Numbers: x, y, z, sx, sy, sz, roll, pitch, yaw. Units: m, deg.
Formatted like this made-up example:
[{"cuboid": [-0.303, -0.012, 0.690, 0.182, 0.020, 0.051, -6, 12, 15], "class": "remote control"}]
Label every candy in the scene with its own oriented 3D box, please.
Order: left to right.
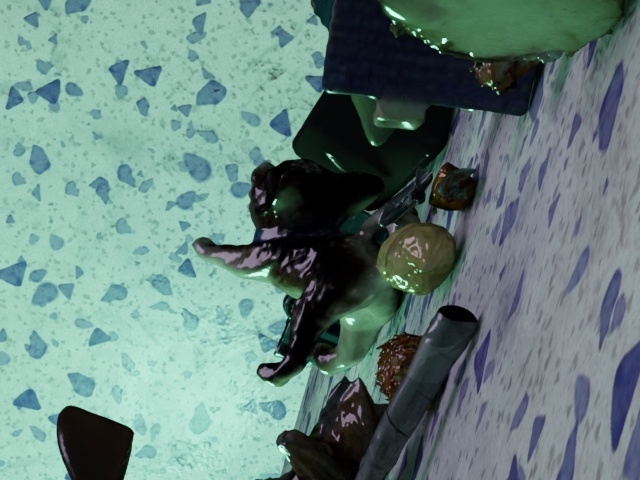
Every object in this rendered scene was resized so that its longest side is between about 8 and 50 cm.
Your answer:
[{"cuboid": [0.145, -0.055, 1.706, 0.182, 0.046, 0.053, 68, -136, -86], "class": "candy"}]

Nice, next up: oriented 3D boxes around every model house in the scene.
[{"cuboid": [0.112, -0.237, 1.558, 0.312, 0.245, 0.280, 114, 163, -81], "class": "model house"}]

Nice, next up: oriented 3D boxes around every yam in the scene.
[{"cuboid": [0.160, -0.289, 1.173, 0.195, 0.195, 0.300, 112, 173, -70], "class": "yam"}]

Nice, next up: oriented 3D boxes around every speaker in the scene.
[{"cuboid": [0.095, -0.188, 2.281, 0.184, 0.180, 0.388, -52, 2, -18], "class": "speaker"}]

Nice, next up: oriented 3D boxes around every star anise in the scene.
[{"cuboid": [0.011, 0.248, 1.614, 0.229, 0.093, 0.236, -59, -29, 7], "class": "star anise"}]

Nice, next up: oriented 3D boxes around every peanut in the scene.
[{"cuboid": [0.108, 0.019, 1.724, 0.187, 0.082, 0.082, 161, 124, -87], "class": "peanut"}]

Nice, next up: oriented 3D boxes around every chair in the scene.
[{"cuboid": [-0.168, 0.367, 1.993, 0.226, 0.401, 0.226, -163, 90, -87], "class": "chair"}]

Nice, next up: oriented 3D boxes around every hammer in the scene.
[{"cuboid": [0.037, 0.232, 1.495, 0.427, 0.152, 0.044, -66, 28, 29], "class": "hammer"}]

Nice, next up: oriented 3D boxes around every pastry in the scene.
[{"cuboid": [0.089, 0.131, 1.588, 0.169, 0.063, 0.087, 155, 132, -88], "class": "pastry"}]

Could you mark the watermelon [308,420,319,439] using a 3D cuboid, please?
[{"cuboid": [0.027, 0.244, 1.796, 0.109, 0.109, 0.109, -165, 90, -88], "class": "watermelon"}]

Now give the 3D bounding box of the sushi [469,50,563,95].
[{"cuboid": [0.188, -0.234, 1.325, 0.097, 0.103, 0.226, 28, -106, -65], "class": "sushi"}]

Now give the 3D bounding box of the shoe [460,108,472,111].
[{"cuboid": [0.161, -0.229, 1.769, 0.071, 0.099, 0.169, -82, 7, -54], "class": "shoe"}]

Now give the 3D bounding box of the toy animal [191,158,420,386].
[{"cuboid": [0.000, 0.000, 2.168, 0.302, 0.194, 0.344, -55, 48, 25], "class": "toy animal"}]

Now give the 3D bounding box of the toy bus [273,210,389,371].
[{"cuboid": [0.027, 0.075, 2.376, 0.128, 0.147, 0.256, 172, 119, -89], "class": "toy bus"}]

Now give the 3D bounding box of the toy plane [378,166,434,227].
[{"cuboid": [0.096, -0.046, 1.701, 0.083, 0.031, 0.078, -50, -6, -3], "class": "toy plane"}]
